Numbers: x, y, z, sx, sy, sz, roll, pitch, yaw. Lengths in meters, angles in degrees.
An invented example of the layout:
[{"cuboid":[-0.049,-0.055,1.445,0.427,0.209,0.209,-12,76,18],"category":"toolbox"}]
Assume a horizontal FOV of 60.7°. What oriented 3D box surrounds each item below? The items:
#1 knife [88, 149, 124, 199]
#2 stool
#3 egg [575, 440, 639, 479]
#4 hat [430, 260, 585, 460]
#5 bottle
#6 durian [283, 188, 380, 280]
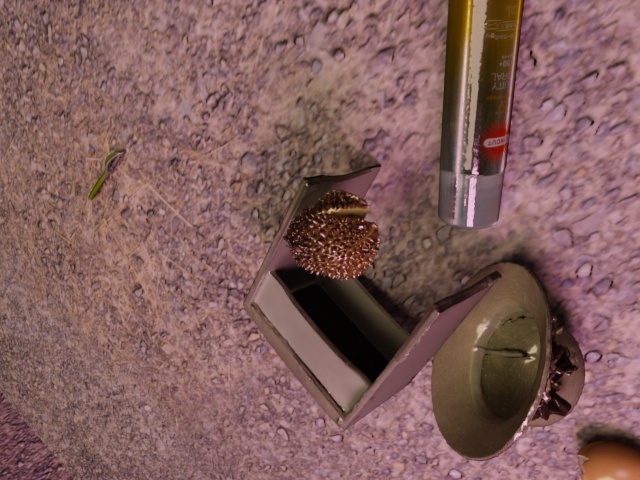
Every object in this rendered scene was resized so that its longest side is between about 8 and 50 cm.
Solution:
[{"cuboid":[-0.450,-0.137,1.138,0.026,0.022,0.184,35,132,-18],"category":"knife"},{"cuboid":[0.057,0.075,0.776,0.243,0.170,0.269,47,130,23],"category":"stool"},{"cuboid":[0.405,0.317,0.752,0.096,0.080,0.080,-18,103,23],"category":"egg"},{"cuboid":[0.265,0.166,0.721,0.130,0.257,0.257,17,129,-14],"category":"hat"},{"cuboid":[0.187,-0.155,0.654,0.082,0.082,0.286,13,120,29],"category":"bottle"},{"cuboid":[-0.001,-0.002,0.645,0.140,0.071,0.110,0,101,48],"category":"durian"}]
